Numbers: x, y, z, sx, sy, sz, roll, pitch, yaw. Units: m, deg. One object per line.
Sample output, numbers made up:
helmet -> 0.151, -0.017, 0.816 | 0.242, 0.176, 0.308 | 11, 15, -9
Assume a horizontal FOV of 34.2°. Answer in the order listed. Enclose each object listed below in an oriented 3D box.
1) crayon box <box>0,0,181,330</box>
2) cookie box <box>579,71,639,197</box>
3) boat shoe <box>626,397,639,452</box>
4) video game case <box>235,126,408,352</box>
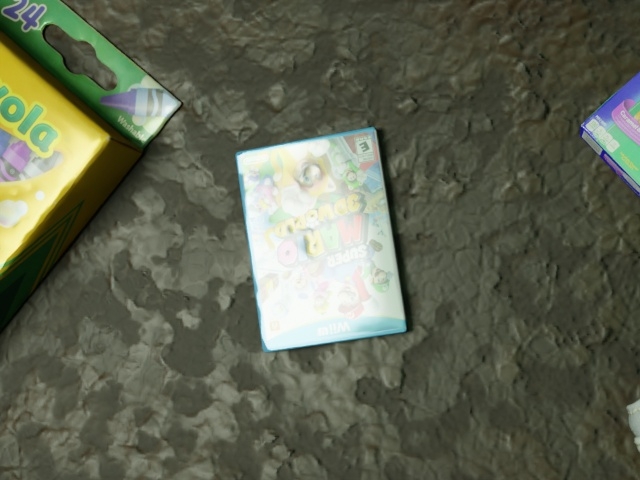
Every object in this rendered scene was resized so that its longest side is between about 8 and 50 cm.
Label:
crayon box -> -0.299, -0.058, 0.870 | 0.203, 0.083, 0.323 | 40, 93, 11
cookie box -> 0.266, -0.088, 0.785 | 0.107, 0.040, 0.092 | -43, 79, 4
boat shoe -> 0.335, 0.033, 0.731 | 0.320, 0.118, 0.103 | -40, 74, 2
video game case -> 0.000, 0.000, 0.843 | 0.119, 0.015, 0.166 | -9, 85, 10
